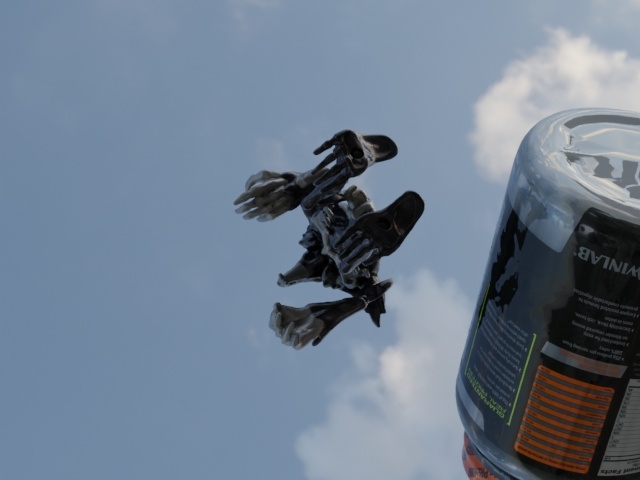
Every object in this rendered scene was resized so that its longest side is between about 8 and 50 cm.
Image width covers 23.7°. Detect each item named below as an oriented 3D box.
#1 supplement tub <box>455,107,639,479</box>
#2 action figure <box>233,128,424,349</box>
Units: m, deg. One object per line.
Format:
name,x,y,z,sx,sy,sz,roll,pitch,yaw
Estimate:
supplement tub,0.235,0.074,1.314,0.207,0.207,0.338,-7,-52,-26
action figure,0.000,0.000,1.351,0.141,0.276,0.164,-20,-103,-16
